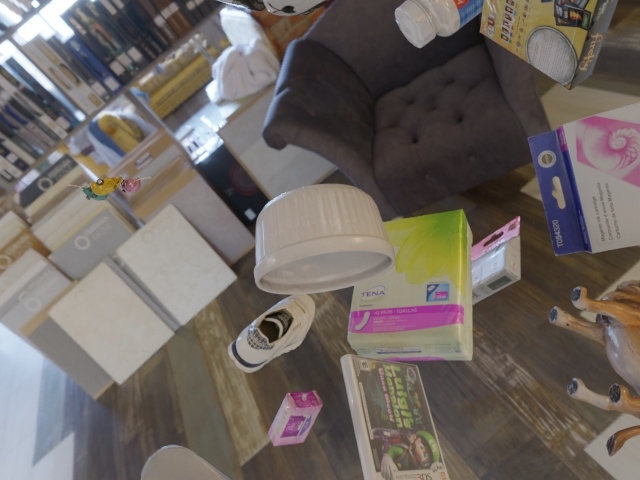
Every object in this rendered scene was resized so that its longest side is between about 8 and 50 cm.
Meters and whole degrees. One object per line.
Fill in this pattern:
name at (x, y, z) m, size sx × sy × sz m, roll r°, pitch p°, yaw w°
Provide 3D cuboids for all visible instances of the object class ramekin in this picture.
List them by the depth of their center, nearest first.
ramekin at (0.000, 0.000, 0.771) m, size 0.207 × 0.207 × 0.109 m, roll -20°, pitch 69°, yaw 28°

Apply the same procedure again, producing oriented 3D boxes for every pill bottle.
pill bottle at (0.262, -0.485, 1.029) m, size 0.221 × 0.124 × 0.124 m, roll -39°, pitch 33°, yaw 1°

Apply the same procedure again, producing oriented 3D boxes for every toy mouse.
toy mouse at (-0.443, -0.108, 1.114) m, size 0.161 × 0.031 × 0.143 m, roll -13°, pitch 1°, yaw -20°

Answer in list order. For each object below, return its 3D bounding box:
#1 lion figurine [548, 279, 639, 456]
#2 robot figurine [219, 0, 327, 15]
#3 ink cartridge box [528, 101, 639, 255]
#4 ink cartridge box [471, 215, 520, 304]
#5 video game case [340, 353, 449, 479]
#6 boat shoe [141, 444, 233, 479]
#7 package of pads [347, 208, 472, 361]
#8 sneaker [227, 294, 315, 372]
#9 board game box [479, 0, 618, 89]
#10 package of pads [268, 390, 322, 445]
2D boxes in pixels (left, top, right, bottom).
lion figurine at (0.534, 0.199, 0.861) m, size 0.392 × 0.240 × 0.142 m, roll -74°, pitch 2°, yaw -46°
robot figurine at (-0.097, -0.318, 0.495) m, size 0.278 × 0.174 × 0.209 m, roll 18°, pitch 49°, yaw 6°
ink cartridge box at (0.695, -0.143, 1.246) m, size 0.330 × 0.324 × 0.071 m, roll -14°, pitch -2°, yaw 31°
ink cartridge box at (0.423, 0.046, 1.342) m, size 0.189 × 0.066 × 0.232 m, roll -42°, pitch 23°, yaw 44°
video game case at (0.112, 0.270, 0.774) m, size 0.022 × 0.173 × 0.190 m, roll -36°, pitch 51°, yaw 33°
boat shoe at (-0.149, 0.482, 0.866) m, size 0.136 × 0.367 × 0.156 m, roll -50°, pitch 0°, yaw -23°
package of pads at (0.179, 0.091, 1.038) m, size 0.229 × 0.101 × 0.297 m, roll -8°, pitch 53°, yaw 28°
sneaker at (-0.066, 0.152, 0.956) m, size 0.095 × 0.090 × 0.235 m, roll -55°, pitch -10°, yaw 33°
board game box at (0.268, -0.317, 0.606) m, size 0.042 × 0.243 × 0.165 m, roll -34°, pitch 60°, yaw -10°
package of pads at (-0.036, 0.246, 0.719) m, size 0.032 × 0.050 × 0.083 m, roll 54°, pitch 130°, yaw 46°
